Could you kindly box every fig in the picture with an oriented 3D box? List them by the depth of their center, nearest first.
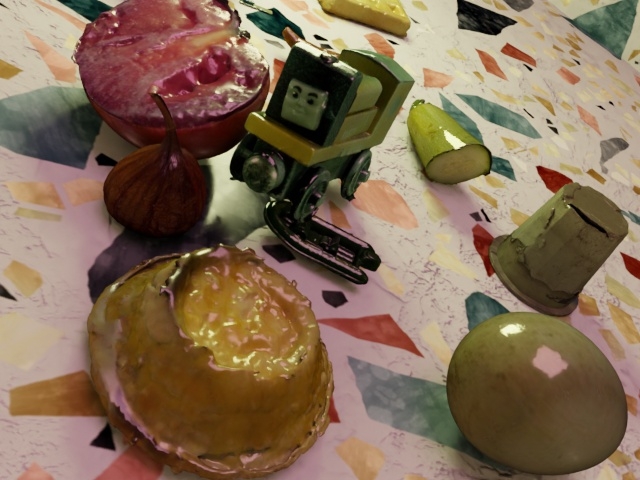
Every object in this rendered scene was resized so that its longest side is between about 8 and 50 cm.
[{"bbox_3d":[-0.215,-0.105,1.026,0.134,0.201,0.146,40,34,18],"label":"fig"}]

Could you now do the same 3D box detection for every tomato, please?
[{"bbox_3d":[-0.247,-0.252,1.195,0.290,0.176,0.335,-21,60,-24],"label":"tomato"}]

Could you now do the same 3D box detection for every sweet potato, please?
[{"bbox_3d":[0.051,-0.380,1.629,0.314,0.066,0.072,23,7,-13],"label":"sweet potato"}]

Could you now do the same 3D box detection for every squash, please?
[{"bbox_3d":[0.238,-0.224,1.580,0.137,0.137,0.287,5,34,-32],"label":"squash"}]

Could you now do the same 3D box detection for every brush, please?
[{"bbox_3d":[-0.151,-0.556,1.725,0.084,0.013,0.016,16,38,-24],"label":"brush"}]

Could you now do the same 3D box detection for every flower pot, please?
[{"bbox_3d":[0.462,0.006,1.400,0.212,0.202,0.212,17,42,-16],"label":"flower pot"}]

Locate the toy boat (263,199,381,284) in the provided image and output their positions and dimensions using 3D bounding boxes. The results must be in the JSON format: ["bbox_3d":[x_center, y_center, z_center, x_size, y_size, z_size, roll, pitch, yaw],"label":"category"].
[{"bbox_3d":[0.000,0.000,1.186,0.210,0.052,0.104,29,39,-6],"label":"toy boat"}]

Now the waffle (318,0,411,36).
[{"bbox_3d":[0.114,-0.650,1.985,0.274,0.057,0.168,9,44,-30],"label":"waffle"}]

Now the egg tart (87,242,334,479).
[{"bbox_3d":[-0.114,0.125,0.904,0.345,0.132,0.345,21,40,-19],"label":"egg tart"}]

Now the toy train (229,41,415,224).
[{"bbox_3d":[0.009,-0.185,1.186,0.160,0.253,0.397,33,24,13],"label":"toy train"}]

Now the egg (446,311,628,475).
[{"bbox_3d":[0.315,0.222,1.034,0.295,0.218,0.218,26,37,-23],"label":"egg"}]
